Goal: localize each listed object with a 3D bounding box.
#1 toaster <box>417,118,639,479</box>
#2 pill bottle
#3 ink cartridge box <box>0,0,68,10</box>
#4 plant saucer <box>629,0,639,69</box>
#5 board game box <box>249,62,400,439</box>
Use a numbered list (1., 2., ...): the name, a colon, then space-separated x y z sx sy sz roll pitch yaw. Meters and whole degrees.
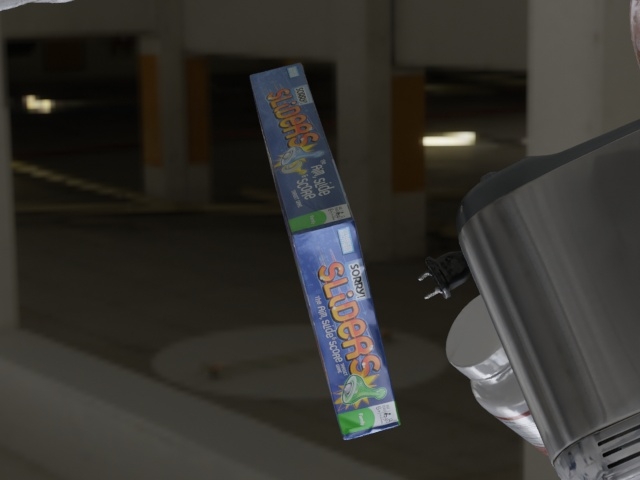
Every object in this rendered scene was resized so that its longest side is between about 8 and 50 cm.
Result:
1. toaster: 0.160 0.026 0.681 0.227 0.146 0.129 -23 154 12
2. pill bottle: 0.230 0.143 1.588 0.216 0.121 0.121 38 170 -27
3. ink cartridge box: -0.063 -0.176 0.434 0.208 0.206 0.045 -23 -167 -35
4. plant saucer: 0.235 -0.087 0.872 0.029 0.168 0.168 -30 -161 -14
5. board game box: 0.000 0.000 0.910 0.035 0.136 0.201 -15 -148 -1
